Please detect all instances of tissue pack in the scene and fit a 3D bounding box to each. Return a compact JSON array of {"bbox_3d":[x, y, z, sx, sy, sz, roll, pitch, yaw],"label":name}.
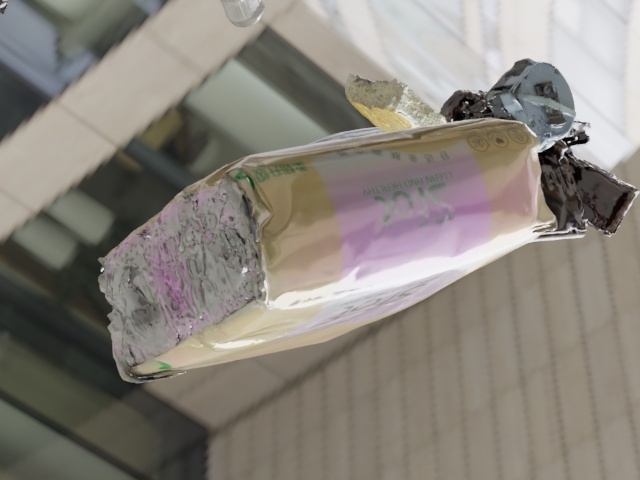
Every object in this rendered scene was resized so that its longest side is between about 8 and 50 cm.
[{"bbox_3d":[0.000,0.000,1.228,0.215,0.257,0.123,-29,-101,53],"label":"tissue pack"}]

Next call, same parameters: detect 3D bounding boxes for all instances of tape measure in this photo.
[{"bbox_3d":[0.202,-0.128,1.732,0.054,0.091,0.094,-18,-169,45],"label":"tape measure"}]

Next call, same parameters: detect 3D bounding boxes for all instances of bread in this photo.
[{"bbox_3d":[0.063,-0.112,1.530,0.083,0.070,0.035,17,-105,54],"label":"bread"}]

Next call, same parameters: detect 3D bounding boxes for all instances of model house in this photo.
[{"bbox_3d":[0.233,-0.071,1.836,0.164,0.203,0.141,34,-57,41],"label":"model house"}]

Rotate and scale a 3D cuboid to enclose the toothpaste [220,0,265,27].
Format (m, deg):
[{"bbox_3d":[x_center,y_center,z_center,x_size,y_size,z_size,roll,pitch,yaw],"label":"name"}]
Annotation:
[{"bbox_3d":[-0.074,-0.207,1.100,0.031,0.190,0.048,-33,-134,-10],"label":"toothpaste"}]

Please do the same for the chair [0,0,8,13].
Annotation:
[{"bbox_3d":[-0.320,-0.181,1.202,0.084,0.212,0.101,-61,-170,-2],"label":"chair"}]

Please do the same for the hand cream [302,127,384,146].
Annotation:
[{"bbox_3d":[-0.024,-0.059,1.677,0.271,0.091,0.058,-25,-102,44],"label":"hand cream"}]
